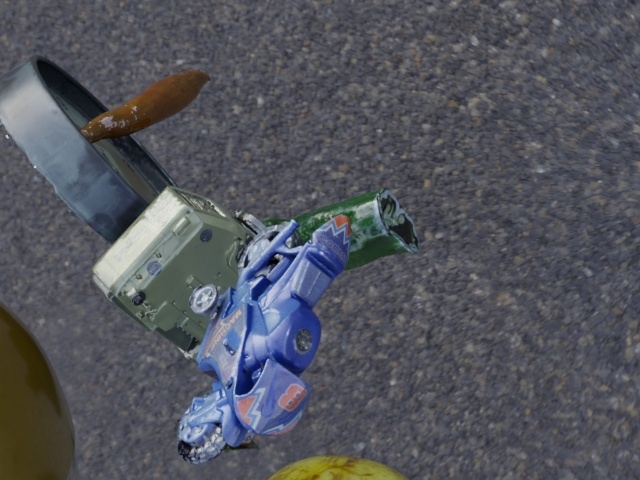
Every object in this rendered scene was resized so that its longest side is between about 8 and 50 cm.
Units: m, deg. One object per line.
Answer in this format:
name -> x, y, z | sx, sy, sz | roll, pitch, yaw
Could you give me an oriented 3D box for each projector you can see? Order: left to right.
projector -> -0.136, 0.053, 1.005 | 0.193, 0.269, 0.088 | -49, 50, -7

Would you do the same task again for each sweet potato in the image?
sweet potato -> -0.235, -0.192, 1.117 | 0.057, 0.264, 0.057 | 15, 124, 24

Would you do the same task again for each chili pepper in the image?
chili pepper -> 0.000, 0.000, 1.191 | 0.271, 0.136, 0.099 | -14, 74, 27

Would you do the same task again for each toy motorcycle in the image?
toy motorcycle -> -0.042, 0.072, 0.597 | 0.114, 0.076, 0.205 | -7, 53, 41

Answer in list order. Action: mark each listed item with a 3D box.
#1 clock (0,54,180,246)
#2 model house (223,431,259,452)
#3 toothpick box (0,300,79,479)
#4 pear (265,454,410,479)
clock -> -0.292, -0.095, 1.113 | 0.076, 0.386, 0.386 | -41, 74, 2
model house -> -0.182, 0.359, 1.606 | 0.117, 0.167, 0.088 | 32, 96, 34
toothpick box -> -0.415, 0.219, 0.666 | 0.409, 0.409, 0.425 | 18, 115, 25
pear -> 0.022, 0.385, 0.891 | 0.284, 0.284, 0.283 | 2, 95, 28
